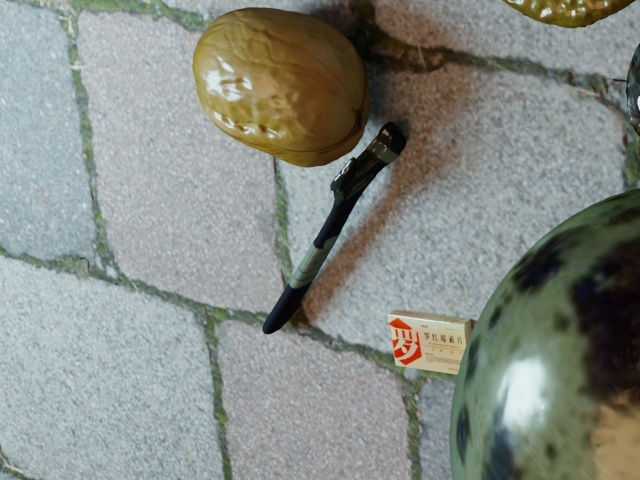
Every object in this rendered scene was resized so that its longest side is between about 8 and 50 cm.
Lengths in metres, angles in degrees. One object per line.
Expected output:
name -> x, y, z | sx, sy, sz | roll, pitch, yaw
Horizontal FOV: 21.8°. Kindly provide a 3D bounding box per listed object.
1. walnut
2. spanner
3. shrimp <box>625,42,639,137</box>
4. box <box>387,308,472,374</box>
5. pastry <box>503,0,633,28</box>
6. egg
walnut -> -0.038, -0.149, 1.540 | 0.180, 0.144, 0.144 | 26, 127, 30
spanner -> 0.000, 0.000, 1.635 | 0.024, 0.087, 0.316 | 43, 136, 12
shrimp -> 0.343, -0.218, 1.215 | 0.137, 0.172, 0.372 | 52, 125, 37
box -> 0.111, 0.101, 1.640 | 0.093, 0.015, 0.058 | 5, 114, 37
pastry -> 0.208, -0.265, 1.304 | 0.188, 0.103, 0.189 | 18, 123, 30
egg -> 0.274, 0.150, 1.311 | 0.345, 0.345, 0.428 | 37, 134, 18
